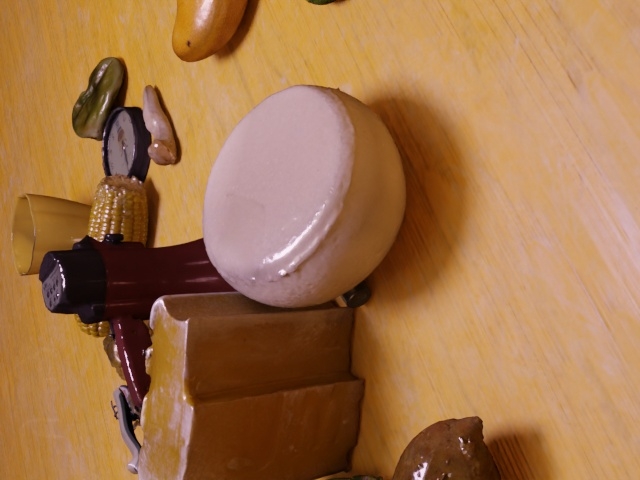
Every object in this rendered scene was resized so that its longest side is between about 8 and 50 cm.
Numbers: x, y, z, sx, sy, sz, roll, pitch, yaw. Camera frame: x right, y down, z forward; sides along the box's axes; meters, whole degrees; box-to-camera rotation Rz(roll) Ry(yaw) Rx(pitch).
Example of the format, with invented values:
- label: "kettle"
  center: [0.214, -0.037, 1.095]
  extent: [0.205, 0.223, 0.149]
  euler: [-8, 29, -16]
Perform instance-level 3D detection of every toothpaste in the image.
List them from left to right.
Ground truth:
- label: "toothpaste"
  center: [0.000, 0.000, 1.042]
  extent: [0.062, 0.039, 0.239]
  euler: [-55, 48, 25]

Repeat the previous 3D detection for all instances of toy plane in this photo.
- label: "toy plane"
  center: [-0.386, 0.352, 1.532]
  extent: [0.078, 0.053, 0.197]
  euler: [-57, 42, 10]

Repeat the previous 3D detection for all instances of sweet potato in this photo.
- label: "sweet potato"
  center: [0.132, 0.381, 0.815]
  extent: [0.130, 0.131, 0.422]
  euler: [18, 112, 51]

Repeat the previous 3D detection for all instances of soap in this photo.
- label: "soap"
  center: [-0.086, 0.196, 0.958]
  extent: [0.143, 0.281, 0.259]
  euler: [10, 98, 49]

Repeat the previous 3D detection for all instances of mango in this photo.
- label: "mango"
  center: [-0.181, -0.423, 1.221]
  extent: [0.157, 0.109, 0.262]
  euler: [35, 122, 36]

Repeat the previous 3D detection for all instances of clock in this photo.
- label: "clock"
  center: [-0.423, -0.200, 1.585]
  extent: [0.185, 0.040, 0.184]
  euler: [0, 89, 53]

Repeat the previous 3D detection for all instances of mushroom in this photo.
- label: "mushroom"
  center: [-0.329, -0.233, 1.459]
  extent: [0.059, 0.054, 0.202]
  euler: [-51, 47, 41]

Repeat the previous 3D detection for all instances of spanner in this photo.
- label: "spanner"
  center: [-0.330, 0.392, 1.407]
  extent: [0.325, 0.096, 0.040]
  euler: [58, 174, 46]

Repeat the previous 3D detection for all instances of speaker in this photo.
- label: "speaker"
  center: [-0.256, 0.109, 1.159]
  extent: [0.198, 0.330, 0.259]
  euler: [-1, 96, 52]

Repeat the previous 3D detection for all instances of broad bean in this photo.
- label: "broad bean"
  center: [-0.504, -0.315, 1.662]
  extent: [0.206, 0.072, 0.153]
  euler: [-54, 50, 37]

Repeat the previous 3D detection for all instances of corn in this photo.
- label: "corn"
  center: [-0.431, 0.034, 1.525]
  extent: [0.131, 0.131, 0.344]
  euler: [37, 119, 46]

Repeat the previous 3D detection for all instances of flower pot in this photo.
- label: "flower pot"
  center: [-0.609, -0.012, 1.713]
  extent: [0.195, 0.179, 0.195]
  euler: [-1, 89, 54]

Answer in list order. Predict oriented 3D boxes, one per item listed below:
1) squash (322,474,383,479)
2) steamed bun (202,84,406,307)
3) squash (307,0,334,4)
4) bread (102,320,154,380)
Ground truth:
- label: "squash"
  center: [-0.015, 0.391, 1.022]
  extent: [0.341, 0.095, 0.094]
  euler: [-37, 62, 46]
- label: "steamed bun"
  center: [-0.010, -0.047, 0.931]
  extent: [0.283, 0.177, 0.282]
  euler: [-19, 60, 38]
- label: "squash"
  center: [0.040, -0.384, 0.960]
  extent: [0.219, 0.077, 0.068]
  euler: [-33, 73, 45]
- label: "bread"
  center: [-0.317, 0.152, 1.382]
  extent: [0.267, 0.130, 0.152]
  euler: [-53, 42, 38]
